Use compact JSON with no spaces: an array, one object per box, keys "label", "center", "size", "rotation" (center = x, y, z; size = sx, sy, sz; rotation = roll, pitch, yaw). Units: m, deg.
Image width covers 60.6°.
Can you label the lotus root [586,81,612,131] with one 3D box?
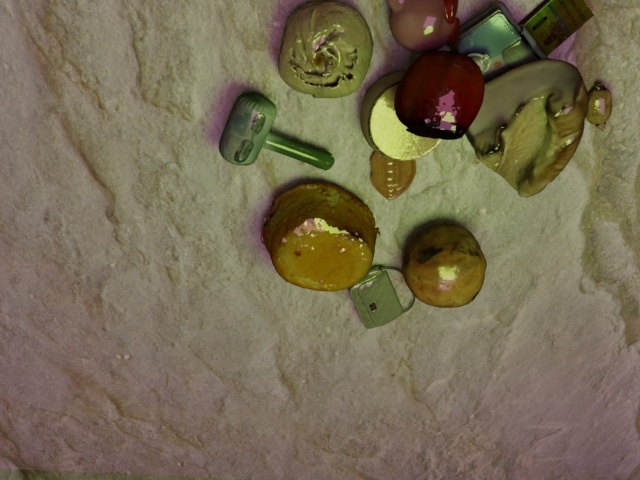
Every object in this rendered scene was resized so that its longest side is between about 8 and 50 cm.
[{"label":"lotus root","center":[0.806,-0.381,1.582],"size":[0.072,0.063,0.152],"rotation":[-24,121,1]}]

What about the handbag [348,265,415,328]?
[{"label":"handbag","center":[0.224,0.194,1.944],"size":[0.219,0.079,0.256],"rotation":[-22,126,6]}]

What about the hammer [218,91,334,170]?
[{"label":"hammer","center":[-0.108,-0.278,1.557],"size":[0.335,0.119,0.206],"rotation":[17,123,-24]}]

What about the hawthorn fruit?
[{"label":"hawthorn fruit","center":[0.294,-0.371,1.343],"size":[0.215,0.215,0.250],"rotation":[7,115,-10]}]

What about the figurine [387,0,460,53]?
[{"label":"figurine","center":[0.253,-0.548,1.353],"size":[0.173,0.173,0.173],"rotation":[-2,126,-3]}]

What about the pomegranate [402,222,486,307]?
[{"label":"pomegranate","center":[0.396,0.089,1.762],"size":[0.281,0.281,0.281],"rotation":[-2,126,-3]}]

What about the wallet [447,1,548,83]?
[{"label":"wallet","center":[0.476,-0.487,1.449],"size":[0.250,0.075,0.176],"rotation":[37,137,-28]}]

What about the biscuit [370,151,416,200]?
[{"label":"biscuit","center":[0.222,-0.219,1.670],"size":[0.141,0.029,0.221],"rotation":[-4,126,-2]}]

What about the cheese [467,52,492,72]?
[{"label":"cheese","center":[0.395,-0.460,1.439],"size":[0.067,0.026,0.120],"rotation":[40,157,-28]}]

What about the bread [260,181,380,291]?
[{"label":"bread","center":[-0.003,0.000,1.701],"size":[0.358,0.204,0.337],"rotation":[23,117,-16]}]

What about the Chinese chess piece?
[{"label":"Chinese chess piece","center":[0.235,-0.343,1.521],"size":[0.249,0.103,0.250],"rotation":[-3,119,-5]}]

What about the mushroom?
[{"label":"mushroom","center":[0.583,-0.291,1.509],"size":[0.313,0.224,0.397],"rotation":[-31,145,22]}]

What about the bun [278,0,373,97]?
[{"label":"bun","center":[0.017,-0.474,1.393],"size":[0.259,0.152,0.259],"rotation":[-1,124,-2]}]

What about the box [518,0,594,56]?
[{"label":"box","center":[0.606,-0.568,1.448],"size":[0.121,0.030,0.193],"rotation":[37,116,-27]}]
